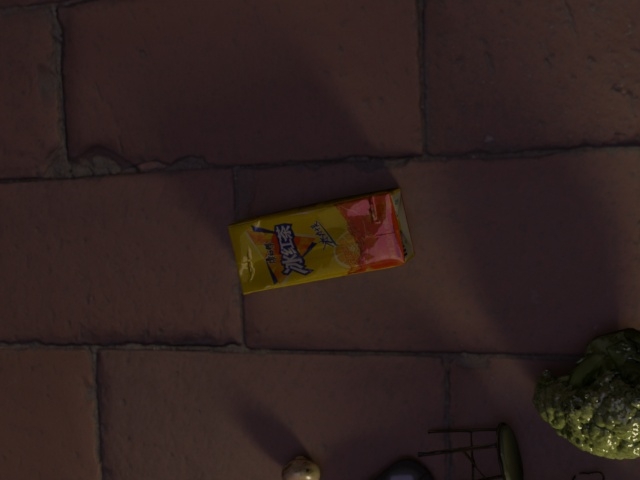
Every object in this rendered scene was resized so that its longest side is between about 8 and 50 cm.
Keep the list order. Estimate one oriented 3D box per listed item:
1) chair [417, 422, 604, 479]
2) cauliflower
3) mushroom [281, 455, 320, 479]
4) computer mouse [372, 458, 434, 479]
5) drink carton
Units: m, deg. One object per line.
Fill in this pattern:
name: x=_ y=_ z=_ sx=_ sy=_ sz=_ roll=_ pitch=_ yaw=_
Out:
chair: x=0.370 y=0.439 z=1.682 sx=0.326 sy=0.160 sz=0.170 roll=-13 pitch=94 yaw=22
cauliflower: x=0.546 y=0.270 z=1.581 sx=0.275 sy=0.272 sz=0.250 roll=11 pitch=69 yaw=1
mushroom: x=-0.042 y=0.500 z=1.855 sx=0.084 sy=0.067 sz=0.083 roll=0 pitch=130 yaw=0
computer mouse: x=0.138 y=0.556 z=1.813 sx=0.232 sy=0.057 sz=0.120 roll=-42 pitch=85 yaw=17
drink carton: x=0.000 y=0.000 z=1.755 sx=0.351 sy=0.111 sz=0.154 roll=-11 pitch=93 yaw=19
